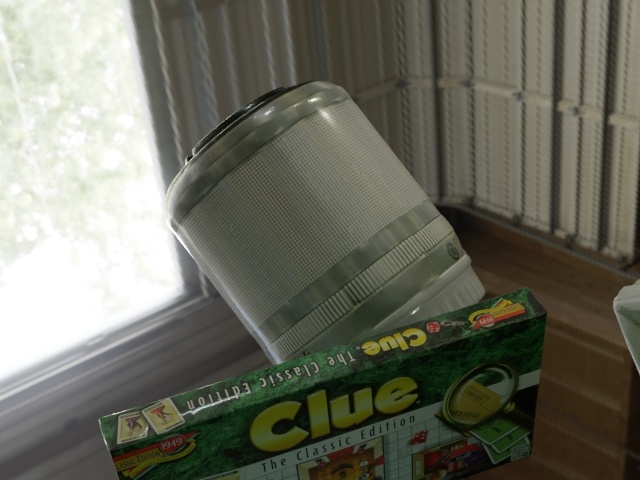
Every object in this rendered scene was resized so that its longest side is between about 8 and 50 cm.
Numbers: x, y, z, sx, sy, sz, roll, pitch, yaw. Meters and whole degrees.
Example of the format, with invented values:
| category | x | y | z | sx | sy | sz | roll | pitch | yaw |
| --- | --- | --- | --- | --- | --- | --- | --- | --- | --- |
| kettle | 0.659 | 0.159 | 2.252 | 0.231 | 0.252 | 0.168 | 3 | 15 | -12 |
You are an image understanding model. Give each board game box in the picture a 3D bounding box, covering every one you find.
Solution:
| category | x | y | z | sx | sy | sz | roll | pitch | yaw |
| --- | --- | --- | --- | --- | --- | --- | --- | --- | --- |
| board game box | 0.011 | 0.119 | 0.558 | 0.030 | 0.259 | 0.136 | -121 | -161 | -50 |

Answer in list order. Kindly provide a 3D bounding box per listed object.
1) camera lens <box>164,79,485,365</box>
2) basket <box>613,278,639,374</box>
| category | x | y | z | sx | sy | sz | roll | pitch | yaw |
| --- | --- | --- | --- | --- | --- | --- | --- | --- | --- |
| camera lens | 0.000 | 0.000 | 0.907 | 0.274 | 0.219 | 0.219 | 52 | -33 | 4 |
| basket | 0.306 | 0.085 | 0.664 | 0.113 | 0.103 | 0.167 | -9 | -70 | 52 |
